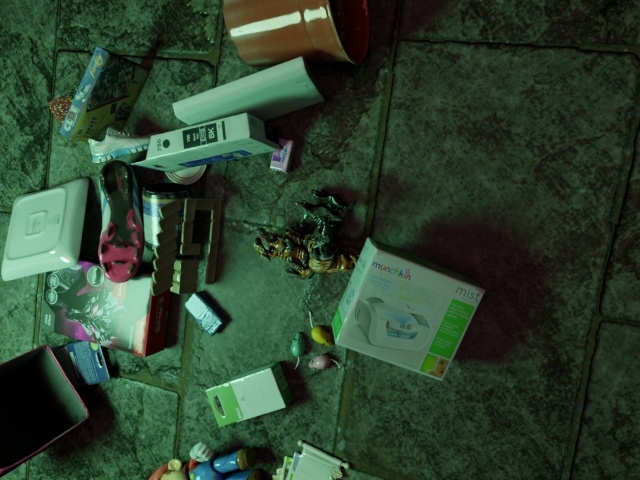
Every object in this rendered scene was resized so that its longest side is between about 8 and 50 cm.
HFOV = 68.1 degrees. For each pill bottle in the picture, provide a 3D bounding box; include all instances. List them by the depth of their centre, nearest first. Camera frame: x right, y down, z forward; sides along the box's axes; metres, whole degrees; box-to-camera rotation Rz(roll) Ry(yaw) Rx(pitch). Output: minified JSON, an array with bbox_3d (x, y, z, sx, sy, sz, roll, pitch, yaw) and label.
[{"bbox_3d":[-0.401,-0.035,1.251,0.122,0.123,0.219,10,110,15],"label":"pill bottle"}]

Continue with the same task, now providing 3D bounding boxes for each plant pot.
[{"bbox_3d":[-0.056,-0.517,1.066,0.264,0.272,0.273,-1,94,24],"label":"plant pot"}]

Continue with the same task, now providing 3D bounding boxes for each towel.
[{"bbox_3d":[-0.317,0.200,1.300,0.119,0.029,0.067,46,104,8],"label":"towel"}]

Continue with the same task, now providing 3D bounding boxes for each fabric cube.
[{"bbox_3d":[-0.870,0.499,1.334,0.258,0.254,0.259,-38,84,33],"label":"fabric cube"}]

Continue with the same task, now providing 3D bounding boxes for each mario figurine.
[{"bbox_3d":[-0.329,0.662,1.260,0.320,0.170,0.198,-17,55,9],"label":"mario figurine"}]

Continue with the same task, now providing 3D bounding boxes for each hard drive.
[{"bbox_3d":[-0.158,-0.326,1.111,0.307,0.203,0.040,-15,85,11],"label":"hard drive"}]

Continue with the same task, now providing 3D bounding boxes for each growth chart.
[{"bbox_3d":[-0.043,0.649,1.257,0.171,0.021,0.237,26,101,13],"label":"growth chart"}]

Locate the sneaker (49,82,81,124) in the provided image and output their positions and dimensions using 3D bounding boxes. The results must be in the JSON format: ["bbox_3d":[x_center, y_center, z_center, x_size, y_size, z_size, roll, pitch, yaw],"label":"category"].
[{"bbox_3d":[-0.677,-0.389,1.342,0.225,0.093,0.088,-13,119,31],"label":"sneaker"}]

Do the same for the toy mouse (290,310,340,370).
[{"bbox_3d":[-0.028,0.290,1.221,0.143,0.031,0.161,-45,82,14],"label":"toy mouse"}]

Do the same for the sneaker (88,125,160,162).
[{"bbox_3d":[-0.527,-0.271,1.271,0.190,0.071,0.083,-19,109,-12],"label":"sneaker"}]

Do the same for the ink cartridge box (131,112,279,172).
[{"bbox_3d":[-0.284,-0.233,1.167,0.332,0.165,0.065,-9,88,19],"label":"ink cartridge box"}]

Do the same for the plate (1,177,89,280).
[{"bbox_3d":[-0.803,-0.040,1.362,0.277,0.045,0.278,-11,66,17],"label":"plate"}]

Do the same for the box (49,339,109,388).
[{"bbox_3d":[-0.730,0.373,1.428,0.225,0.036,0.137,-16,90,18],"label":"box"}]

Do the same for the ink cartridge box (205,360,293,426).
[{"bbox_3d":[-0.189,0.409,1.261,0.209,0.062,0.109,-23,87,17],"label":"ink cartridge box"}]

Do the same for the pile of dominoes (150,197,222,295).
[{"bbox_3d":[-0.351,0.012,1.221,0.040,0.196,0.251,11,97,37],"label":"pile of dominoes"}]

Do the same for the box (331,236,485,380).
[{"bbox_3d":[0.189,0.149,1.064,0.261,0.127,0.231,22,100,-8],"label":"box"}]

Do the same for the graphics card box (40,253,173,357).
[{"bbox_3d":[-0.613,0.173,1.351,0.370,0.094,0.233,11,96,17],"label":"graphics card box"}]

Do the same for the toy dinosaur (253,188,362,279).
[{"bbox_3d":[0.000,0.000,1.158,0.321,0.164,0.219,4,110,-8],"label":"toy dinosaur"}]

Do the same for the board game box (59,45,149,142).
[{"bbox_3d":[-0.572,-0.374,1.263,0.042,0.165,0.243,34,102,11],"label":"board game box"}]

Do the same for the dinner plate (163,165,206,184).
[{"bbox_3d":[-0.368,-0.222,1.291,0.141,0.017,0.141,1,94,15],"label":"dinner plate"}]

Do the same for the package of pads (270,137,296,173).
[{"bbox_3d":[-0.096,-0.216,1.204,0.050,0.032,0.083,15,98,15],"label":"package of pads"}]

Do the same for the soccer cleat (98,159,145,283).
[{"bbox_3d":[-0.534,-0.050,1.290,0.115,0.143,0.332,-2,86,-12],"label":"soccer cleat"}]
